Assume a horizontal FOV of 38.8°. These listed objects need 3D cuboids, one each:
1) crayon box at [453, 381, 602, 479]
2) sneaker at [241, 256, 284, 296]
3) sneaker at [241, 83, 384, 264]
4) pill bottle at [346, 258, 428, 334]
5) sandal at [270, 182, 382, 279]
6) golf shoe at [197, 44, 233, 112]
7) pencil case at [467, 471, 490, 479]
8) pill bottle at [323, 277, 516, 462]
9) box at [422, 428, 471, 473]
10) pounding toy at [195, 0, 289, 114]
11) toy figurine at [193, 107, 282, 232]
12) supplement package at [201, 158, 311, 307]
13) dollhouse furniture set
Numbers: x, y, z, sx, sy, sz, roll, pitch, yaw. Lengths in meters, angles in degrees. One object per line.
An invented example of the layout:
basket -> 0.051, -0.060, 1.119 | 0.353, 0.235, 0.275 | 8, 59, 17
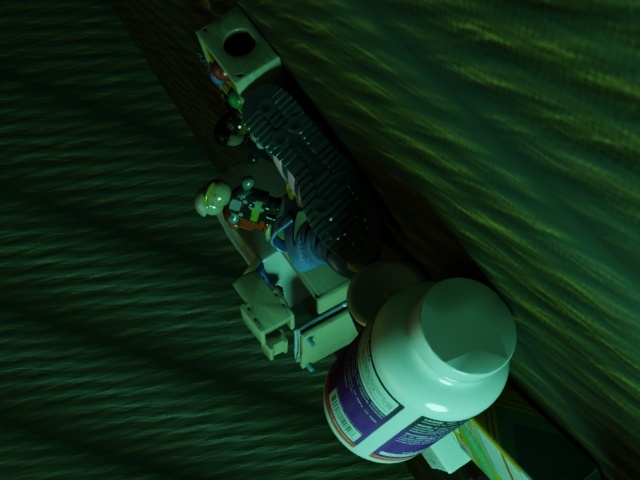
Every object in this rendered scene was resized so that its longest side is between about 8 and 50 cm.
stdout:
crayon box -> 0.289, 0.311, 1.309 | 0.323, 0.083, 0.203 | 44, 165, 55
sneaker -> -0.107, 0.090, 1.777 | 0.085, 0.058, 0.152 | 35, 157, 9
sneaker -> 0.004, -0.103, 1.413 | 0.319, 0.112, 0.131 | 58, -171, 10
pill bottle -> 0.127, 0.144, 1.456 | 0.130, 0.130, 0.245 | 51, 170, 35
sandal -> 0.000, 0.000, 1.545 | 0.126, 0.138, 0.317 | 26, -170, -26
golf shoe -> -0.162, -0.300, 1.717 | 0.094, 0.077, 0.198 | -105, -9, -67
pencil case -> 0.353, 0.523, 1.757 | 0.098, 0.095, 0.209 | 43, 177, -12
pill bottle -> 0.128, 0.170, 1.194 | 0.181, 0.182, 0.323 | 55, 151, 13
box -> 0.211, 0.307, 1.630 | 0.181, 0.119, 0.181 | 55, 172, 8
pounding toy -> -0.152, -0.317, 1.454 | 0.206, 0.094, 0.181 | 53, 171, 23
toy figurine -> -0.132, -0.126, 1.591 | 0.148, 0.212, 0.209 | 18, 176, -7
supplement package -> -0.098, -0.028, 1.960 | 0.293, 0.178, 0.175 | 50, 168, 41
dollhouse furniture set -> -0.038, 0.117, 1.777 | 0.198, 0.287, 0.303 | 53, 160, 29
